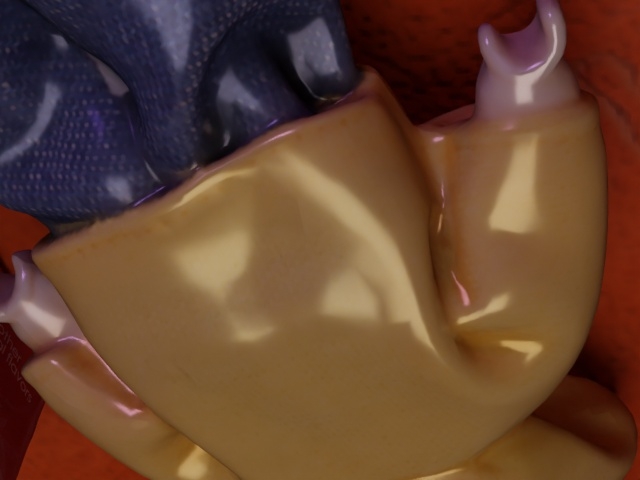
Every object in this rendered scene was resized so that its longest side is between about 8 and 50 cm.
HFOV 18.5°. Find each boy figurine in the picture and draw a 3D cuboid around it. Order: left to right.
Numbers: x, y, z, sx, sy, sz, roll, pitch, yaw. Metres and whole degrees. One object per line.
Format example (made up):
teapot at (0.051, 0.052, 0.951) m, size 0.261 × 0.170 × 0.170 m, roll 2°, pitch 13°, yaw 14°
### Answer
boy figurine at (0.000, 0.000, 0.494) m, size 0.177 × 0.092 × 0.285 m, roll -31°, pitch 115°, yaw 27°

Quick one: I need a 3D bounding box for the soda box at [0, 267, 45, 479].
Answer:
soda box at (-0.166, -0.030, 0.500) m, size 0.083 × 0.092 × 0.263 m, roll -15°, pitch 121°, yaw 18°
